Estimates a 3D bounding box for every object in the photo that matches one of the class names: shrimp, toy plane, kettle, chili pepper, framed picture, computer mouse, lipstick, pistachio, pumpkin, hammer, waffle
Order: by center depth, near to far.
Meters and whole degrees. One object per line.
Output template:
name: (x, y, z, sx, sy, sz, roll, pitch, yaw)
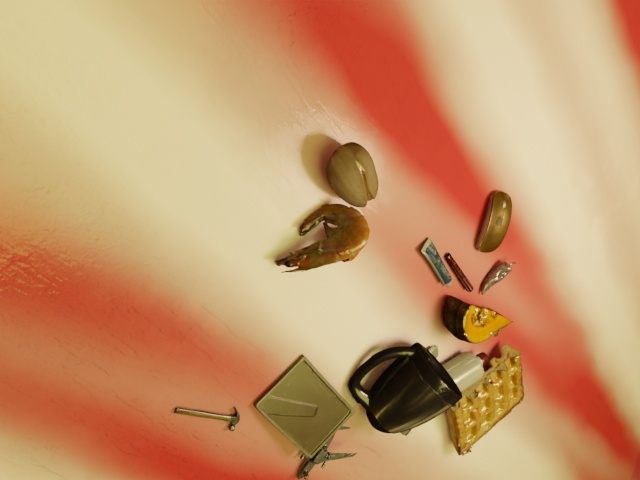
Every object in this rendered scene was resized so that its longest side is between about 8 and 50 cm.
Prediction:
pistachio: (0.080, -0.157, 1.254, 0.124, 0.124, 0.185, -45, 127, -10)
shrimp: (0.000, 0.000, 1.274, 0.248, 0.150, 0.068, -28, 158, -4)
hammer: (-0.282, 0.439, 1.314, 0.182, 0.017, 0.062, 24, 93, -35)
framed picture: (-0.037, 0.465, 1.442, 0.189, 0.023, 0.260, -44, 113, -11)
toy plane: (-0.003, 0.615, 1.526, 0.225, 0.058, 0.226, 31, 89, -20)
kettle: (0.242, 0.458, 1.538, 0.271, 0.207, 0.250, -43, 138, 10)
lipstick: (0.432, 0.101, 1.627, 0.027, 0.027, 0.176, -47, 124, -9)
computer mouse: (0.548, -0.054, 1.630, 0.102, 0.044, 0.199, 5, 105, -35)
pumpkin: (0.490, 0.263, 1.663, 0.247, 0.131, 0.126, 18, 89, -30)
chili pepper: (0.580, 0.117, 1.715, 0.153, 0.041, 0.050, -43, 105, 8)
waffle: (0.585, 0.570, 1.848, 0.348, 0.077, 0.304, -32, 129, -19)

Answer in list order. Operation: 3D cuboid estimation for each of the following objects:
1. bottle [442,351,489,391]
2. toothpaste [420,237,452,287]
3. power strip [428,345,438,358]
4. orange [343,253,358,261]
bottle: (0.456, 0.441, 1.719, 0.245, 0.104, 0.104, -25, 119, -22)
toothpaste: (0.352, 0.076, 1.564, 0.057, 0.034, 0.197, -53, 126, -24)
power strip: (0.348, 0.369, 1.675, 0.083, 0.035, 0.055, -29, 121, -35)
orange: (0.062, 0.013, 1.332, 0.083, 0.083, 0.084, -11, 113, -28)
